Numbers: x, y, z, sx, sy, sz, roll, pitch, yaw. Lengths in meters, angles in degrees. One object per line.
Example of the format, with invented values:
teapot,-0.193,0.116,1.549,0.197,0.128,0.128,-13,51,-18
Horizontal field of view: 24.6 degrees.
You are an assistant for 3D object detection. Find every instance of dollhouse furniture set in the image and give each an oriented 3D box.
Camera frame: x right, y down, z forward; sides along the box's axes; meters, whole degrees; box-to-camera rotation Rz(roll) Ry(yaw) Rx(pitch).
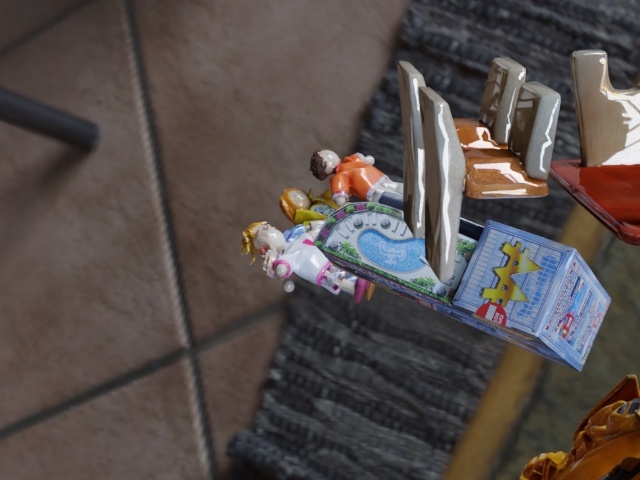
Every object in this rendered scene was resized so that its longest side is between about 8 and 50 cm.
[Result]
dollhouse furniture set,0.183,-0.009,0.724,0.262,0.259,0.135,-3,107,-6

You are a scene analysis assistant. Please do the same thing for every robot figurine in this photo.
robot figurine,0.253,0.167,1.164,0.085,0.211,0.291,35,130,-1

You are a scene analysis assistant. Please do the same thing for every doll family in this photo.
doll family,0.000,0.000,1.693,0.163,0.263,0.118,22,130,10

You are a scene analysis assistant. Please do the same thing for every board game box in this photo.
board game box,0.098,0.020,0.944,0.194,0.194,0.060,23,86,6
